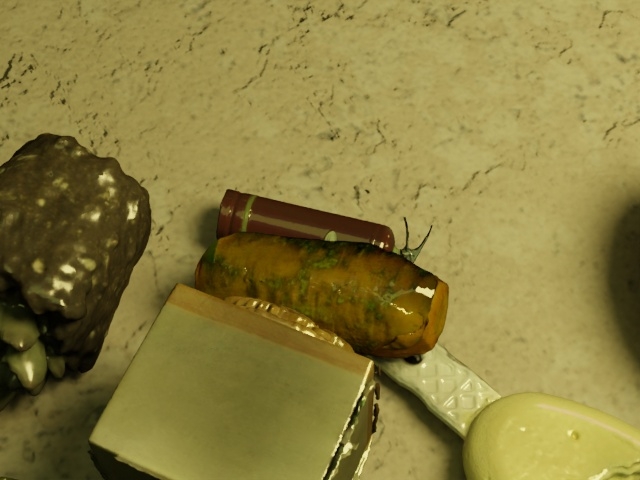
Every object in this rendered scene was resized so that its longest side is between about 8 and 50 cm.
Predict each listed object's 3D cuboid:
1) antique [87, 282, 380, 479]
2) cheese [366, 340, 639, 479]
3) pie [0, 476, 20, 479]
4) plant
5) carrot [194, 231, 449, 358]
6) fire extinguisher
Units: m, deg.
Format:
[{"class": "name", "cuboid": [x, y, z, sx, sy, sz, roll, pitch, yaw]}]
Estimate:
[{"class": "antique", "cuboid": [-0.046, 0.125, 0.802, 0.152, 0.147, 0.148, 21, 64, 11]}, {"class": "cheese", "cuboid": [0.127, 0.131, 0.847, 0.127, 0.050, 0.235, -41, 63, -17]}, {"class": "pie", "cuboid": [-0.216, 0.203, 0.838, 0.085, 0.017, 0.085, -1, 65, 2]}, {"class": "plant", "cuboid": [-0.207, 0.029, 0.859, 0.132, 0.129, 0.194, 25, 65, 12]}, {"class": "carrot", "cuboid": [0.003, 0.037, 0.866, 0.173, 0.082, 0.082, 11, 65, 18]}, {"class": "fire extinguisher", "cuboid": [0.000, 0.000, 0.916, 0.158, 0.043, 0.064, 14, 95, 8]}]
